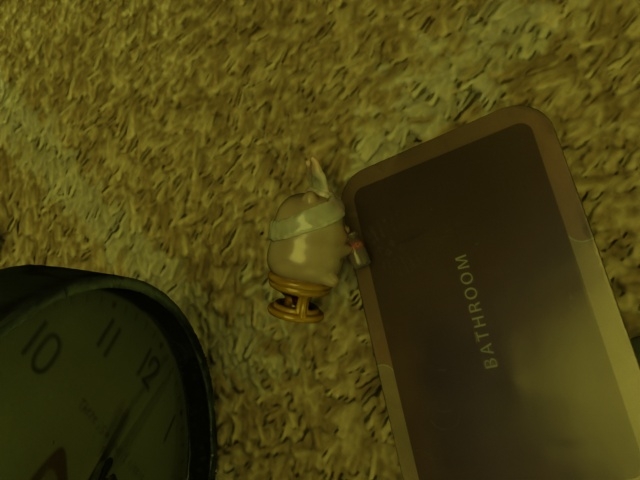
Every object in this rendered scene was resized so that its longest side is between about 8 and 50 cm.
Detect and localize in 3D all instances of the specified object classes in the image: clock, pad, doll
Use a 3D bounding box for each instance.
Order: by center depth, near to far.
[{"bbox_3d":[-0.164,0.177,0.345,0.067,0.325,0.325,0,88,16],"label":"clock"},{"bbox_3d":[0.110,0.048,0.387,0.176,0.002,0.266,-21,73,29],"label":"pad"},{"bbox_3d":[0.000,0.000,0.428,0.084,0.073,0.127,11,97,6],"label":"doll"}]

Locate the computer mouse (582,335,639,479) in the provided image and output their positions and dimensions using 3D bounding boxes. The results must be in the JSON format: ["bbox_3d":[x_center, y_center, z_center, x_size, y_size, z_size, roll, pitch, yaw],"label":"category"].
[{"bbox_3d":[0.256,0.215,0.315,0.197,0.095,0.331,-8,75,32],"label":"computer mouse"}]
